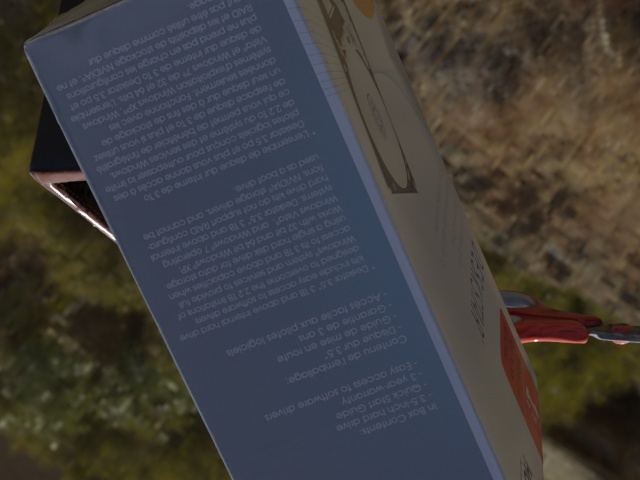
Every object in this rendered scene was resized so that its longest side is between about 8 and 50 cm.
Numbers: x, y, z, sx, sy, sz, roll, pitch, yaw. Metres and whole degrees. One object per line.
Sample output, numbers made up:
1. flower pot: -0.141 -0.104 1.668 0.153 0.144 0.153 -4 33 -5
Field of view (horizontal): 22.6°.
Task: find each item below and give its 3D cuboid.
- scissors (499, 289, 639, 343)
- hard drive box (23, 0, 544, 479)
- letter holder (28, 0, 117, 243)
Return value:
1. scissors: 0.213 0.075 1.249 0.297 0.109 0.021 10 107 42
2. hard drive box: 0.000 0.000 0.590 0.089 0.181 0.232 -21 105 12
3. letter holder: -0.066 -0.142 1.132 0.152 0.302 0.214 -3 156 21
